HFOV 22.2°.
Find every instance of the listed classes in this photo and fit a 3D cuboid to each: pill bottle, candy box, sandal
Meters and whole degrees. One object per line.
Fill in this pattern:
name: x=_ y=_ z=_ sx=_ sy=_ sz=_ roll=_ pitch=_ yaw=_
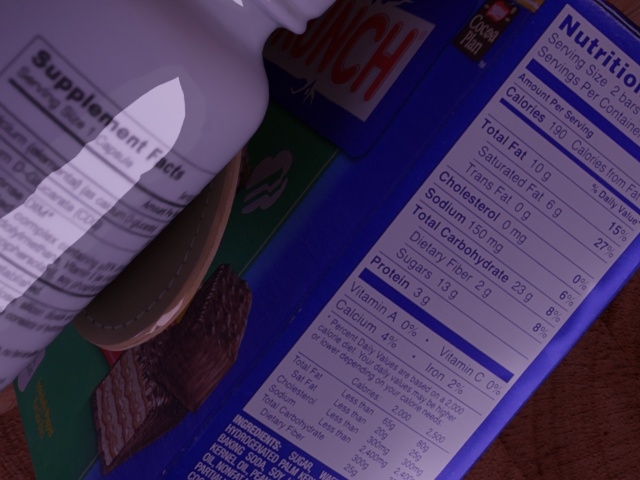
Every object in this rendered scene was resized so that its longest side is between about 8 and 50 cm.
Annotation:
pill bottle: x=-0.121 y=-0.050 z=0.555 sx=0.283 sy=0.160 sz=0.160 roll=-45 pitch=175 yaw=5
candy box: x=0.000 y=0.000 z=0.749 sx=0.317 sy=0.122 sz=0.268 roll=-51 pitch=-154 yaw=6
sandal: x=-0.056 y=-0.050 z=0.672 sx=0.088 sy=0.240 sz=0.079 roll=-25 pitch=143 yaw=21
